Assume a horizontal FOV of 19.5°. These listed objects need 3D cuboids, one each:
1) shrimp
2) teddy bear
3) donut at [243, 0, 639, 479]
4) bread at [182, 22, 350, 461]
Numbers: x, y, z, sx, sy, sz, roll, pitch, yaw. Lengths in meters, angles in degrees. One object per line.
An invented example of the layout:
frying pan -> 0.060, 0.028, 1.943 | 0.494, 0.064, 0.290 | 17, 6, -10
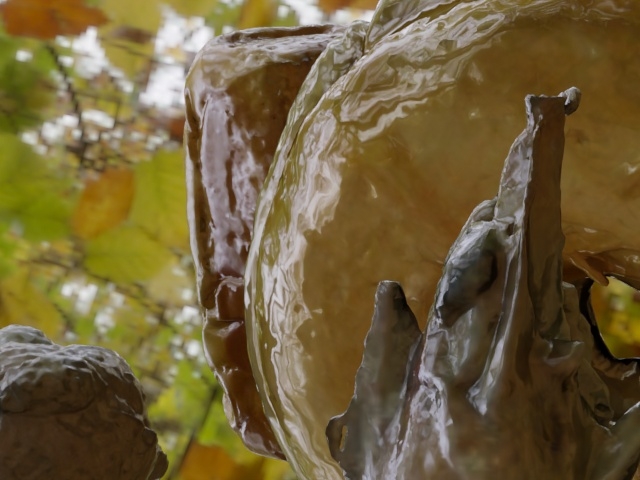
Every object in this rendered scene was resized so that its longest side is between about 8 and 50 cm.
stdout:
shrimp -> 0.062, 0.082, 0.356 | 0.047, 0.126, 0.223 | -17, -74, -79
teddy bear -> -0.243, 0.143, 1.234 | 0.267, 0.151, 0.236 | -26, -30, 4
donut -> 0.163, 0.050, 0.978 | 0.198, 0.449, 0.448 | -40, -49, -59
bread -> 0.000, 0.000, 1.277 | 0.167, 0.132, 0.294 | -20, -71, -50
